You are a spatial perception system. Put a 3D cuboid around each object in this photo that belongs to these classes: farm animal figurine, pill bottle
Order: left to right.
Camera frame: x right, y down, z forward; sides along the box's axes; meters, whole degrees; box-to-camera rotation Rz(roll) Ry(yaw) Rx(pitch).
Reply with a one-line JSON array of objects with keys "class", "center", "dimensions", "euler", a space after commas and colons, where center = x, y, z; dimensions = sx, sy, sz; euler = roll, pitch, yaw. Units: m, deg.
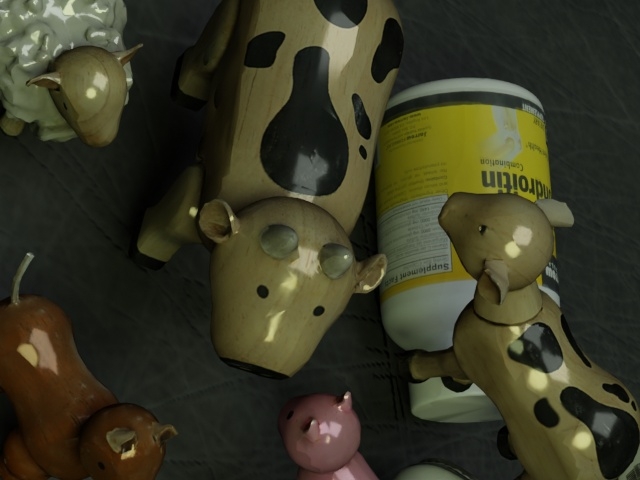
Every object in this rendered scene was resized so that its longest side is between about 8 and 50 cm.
[{"class": "farm animal figurine", "center": [0.000, 0.000, 0.867], "dimensions": [0.330, 0.172, 0.327], "euler": [3, 70, -25]}, {"class": "pill bottle", "center": [0.084, 0.007, 1.045], "dimensions": [0.103, 0.103, 0.184], "euler": [12, 67, -39]}]

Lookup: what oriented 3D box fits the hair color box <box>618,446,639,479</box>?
[{"class": "hair color box", "center": [0.231, 0.204, 1.117], "dimensions": [0.053, 0.093, 0.167], "euler": [24, 61, -36]}]

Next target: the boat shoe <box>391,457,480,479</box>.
[{"class": "boat shoe", "center": [0.120, 0.186, 1.035], "dimensions": [0.228, 0.080, 0.076], "euler": [44, 45, -24]}]
